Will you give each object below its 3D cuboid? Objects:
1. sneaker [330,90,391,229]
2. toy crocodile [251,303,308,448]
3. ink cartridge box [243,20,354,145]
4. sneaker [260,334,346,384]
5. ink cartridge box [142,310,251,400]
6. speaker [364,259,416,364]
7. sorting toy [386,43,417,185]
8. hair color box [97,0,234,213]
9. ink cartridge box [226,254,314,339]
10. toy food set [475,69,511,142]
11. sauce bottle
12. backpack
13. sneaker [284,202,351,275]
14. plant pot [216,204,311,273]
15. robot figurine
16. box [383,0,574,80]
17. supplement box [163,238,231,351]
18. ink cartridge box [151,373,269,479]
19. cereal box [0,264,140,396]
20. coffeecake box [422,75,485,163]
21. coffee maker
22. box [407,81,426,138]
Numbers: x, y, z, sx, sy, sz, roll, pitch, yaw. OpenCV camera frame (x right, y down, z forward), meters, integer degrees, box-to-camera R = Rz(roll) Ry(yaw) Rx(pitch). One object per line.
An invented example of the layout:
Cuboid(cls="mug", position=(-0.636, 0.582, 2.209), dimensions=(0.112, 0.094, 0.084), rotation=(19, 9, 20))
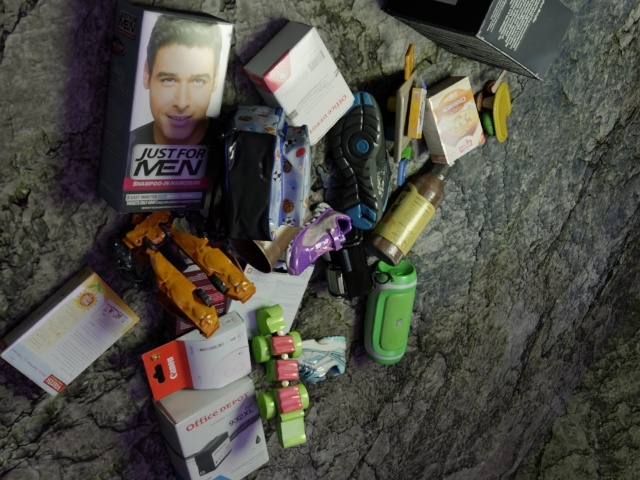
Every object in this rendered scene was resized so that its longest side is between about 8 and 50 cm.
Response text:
Cuboid(cls="sneaker", position=(0.106, -0.204, 1.781), dimensions=(0.139, 0.125, 0.341), rotation=(-47, 140, -55))
Cuboid(cls="toy crocodile", position=(-0.092, 0.325, 1.751), dimensions=(0.115, 0.105, 0.341), rotation=(-3, 79, -25))
Cuboid(cls="ink cartridge box", position=(-0.042, -0.336, 1.565), dimensions=(0.158, 0.092, 0.218), rotation=(-47, 134, -10))
Cuboid(cls="sneaker", position=(-0.034, 0.321, 1.916), dimensions=(0.283, 0.110, 0.122), rotation=(-1, 77, -40))
Cuboid(cls="ink cartridge box", position=(-0.275, 0.282, 1.663), dimensions=(0.232, 0.066, 0.189), rotation=(-28, 141, -25))
Cuboid(cls="speaker", position=(0.198, 0.204, 2.074), dimensions=(0.131, 0.131, 0.297), rotation=(-16, 124, -34))
Cuboid(cls="sorting toy", position=(0.195, -0.309, 1.773), dimensions=(0.196, 0.047, 0.348), rotation=(-60, 155, -55))
Cuboid(cls="hair color box", position=(-0.298, -0.246, 1.378), dimensions=(0.185, 0.113, 0.375), rotation=(-5, 117, -39))
Cuboid(cls="ink cartridge box", position=(-0.140, 0.141, 1.796), dimensions=(0.223, 0.045, 0.224), rotation=(12, 105, -45))
Cuboid(cls="toy food set", position=(0.478, -0.375, 2.024), dimensions=(0.128, 0.071, 0.218), rotation=(-59, 145, -33))
Cuboid(cls="sauce bottle", position=(0.257, -0.093, 1.955), dimensions=(0.344, 0.111, 0.111), rotation=(-53, 137, -13))
Cuboid(cls="backpack", position=(-0.119, -0.154, 1.471), dimensions=(0.213, 0.263, 0.277), rotation=(4, 122, -10))
Cuboid(cls="sneaker", position=(0.000, 0.000, 1.735), dimensions=(0.236, 0.104, 0.095), rotation=(-52, 149, -40))
Cuboid(cls="plant pot", position=(-0.119, -0.042, 1.635), dimensions=(0.165, 0.167, 0.167), rotation=(-47, 137, -21))
Cuboid(cls="robot figurine", position=(-0.284, 0.052, 1.484), dimensions=(0.211, 0.291, 0.085), rotation=(-43, 171, -18))
Cuboid(cls="box", position=(0.362, -0.526, 1.659), dimensions=(0.294, 0.296, 0.183), rotation=(15, 104, -46))
Cuboid(cls="supplement box", position=(-0.281, 0.123, 1.642), dimensions=(0.130, 0.073, 0.239), rotation=(-11, 121, -36))
Cuboid(cls="ink cartridge box", position=(-0.269, 0.476, 1.822), dimensions=(0.223, 0.129, 0.307), rotation=(-27, 129, -27))
Cuboid(cls="cereal box", position=(-0.516, 0.188, 1.493), dimensions=(0.240, 0.047, 0.173), rotation=(-42, 135, -13))
Cuboid(cls="coffeecake box", position=(0.338, -0.315, 1.895), dimensions=(0.142, 0.068, 0.185), rotation=(-33, 116, -23))
Cuboid(cls="coffee maker", position=(0.084, 0.044, 1.869), dimensions=(0.171, 0.120, 0.178), rotation=(-23, 127, -14))
Cuboid(cls="box", position=(0.238, -0.320, 1.782), dimensions=(0.081, 0.028, 0.136), rotation=(-26, 120, -73))
